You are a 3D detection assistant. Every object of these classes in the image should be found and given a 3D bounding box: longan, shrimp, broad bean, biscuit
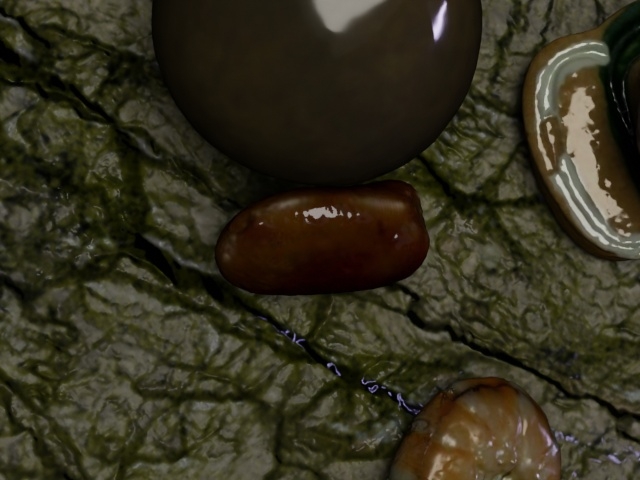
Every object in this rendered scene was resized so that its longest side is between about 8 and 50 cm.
[{"bbox_3d":[-0.001,-0.164,0.851,0.258,0.258,0.258,1,84,-12],"label":"longan"},{"bbox_3d":[0.104,0.247,0.927,0.152,0.063,0.287,32,77,-18],"label":"shrimp"},{"bbox_3d":[0.000,0.000,0.901,0.165,0.114,0.084,-2,47,-17],"label":"broad bean"},{"bbox_3d":[0.351,-0.087,1.011,0.344,0.057,0.287,-18,88,-13],"label":"biscuit"}]

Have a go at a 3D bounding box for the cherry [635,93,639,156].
[{"bbox_3d":[0.387,-0.119,0.885,0.285,0.213,0.236,-21,79,-3],"label":"cherry"}]
